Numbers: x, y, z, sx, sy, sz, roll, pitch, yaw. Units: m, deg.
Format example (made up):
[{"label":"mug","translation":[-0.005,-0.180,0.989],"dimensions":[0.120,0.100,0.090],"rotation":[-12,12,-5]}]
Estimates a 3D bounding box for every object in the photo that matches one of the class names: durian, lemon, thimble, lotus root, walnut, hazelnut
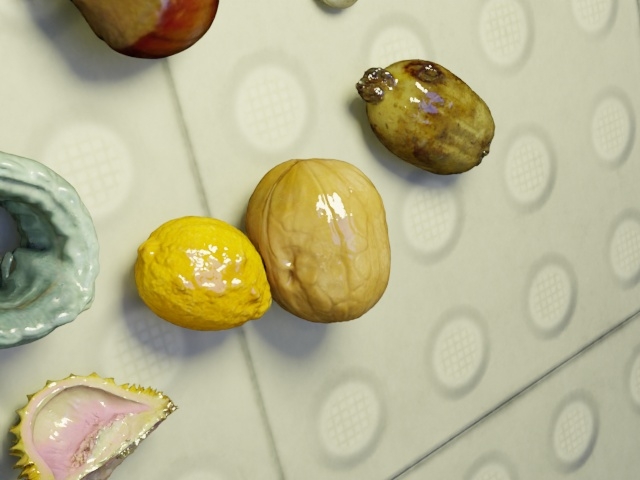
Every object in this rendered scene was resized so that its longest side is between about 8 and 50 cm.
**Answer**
[{"label":"durian","translation":[-0.268,0.237,1.062],"dimensions":[0.165,0.132,0.182],"rotation":[50,54,-42]},{"label":"lemon","translation":[-0.141,0.043,1.125],"dimensions":[0.187,0.142,0.142],"rotation":[25,80,-25]},{"label":"thimble","translation":[-0.348,0.006,0.947],"dimensions":[0.250,0.172,0.205],"rotation":[34,73,-33]},{"label":"lotus root","translation":[0.152,-0.182,1.334],"dimensions":[0.260,0.128,0.145],"rotation":[23,91,-35]},{"label":"walnut","translation":[0.000,0.000,1.197],"dimensions":[0.193,0.193,0.225],"rotation":[-25,102,-33]},{"label":"hazelnut","translation":[-0.204,-0.312,1.035],"dimensions":[0.181,0.181,0.212],"rotation":[-16,107,-3]}]

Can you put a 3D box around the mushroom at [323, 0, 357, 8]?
[{"label":"mushroom","translation":[0.035,-0.362,1.253],"dimensions":[0.085,0.079,0.085],"rotation":[-7,101,-39]}]
